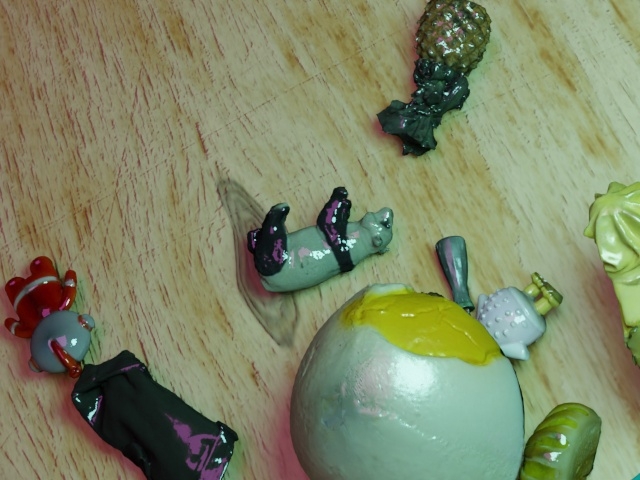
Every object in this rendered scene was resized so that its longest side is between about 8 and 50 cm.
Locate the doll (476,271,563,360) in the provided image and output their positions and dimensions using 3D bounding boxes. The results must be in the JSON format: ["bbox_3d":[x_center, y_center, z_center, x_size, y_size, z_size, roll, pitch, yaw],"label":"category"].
[{"bbox_3d":[0.226,0.125,1.613,0.207,0.081,0.129,-40,42,6],"label":"doll"}]

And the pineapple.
[{"bbox_3d":[0.167,-0.235,1.793,0.111,0.119,0.237,24,80,-14],"label":"pineapple"}]

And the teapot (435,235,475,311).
[{"bbox_3d":[0.188,0.051,1.688,0.042,0.043,0.111,-16,66,17],"label":"teapot"}]

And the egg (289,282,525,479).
[{"bbox_3d":[0.073,0.214,1.528,0.337,0.201,0.337,-6,81,40],"label":"egg"}]

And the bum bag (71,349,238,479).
[{"bbox_3d":[-0.233,0.268,1.764,0.326,0.079,0.142,37,93,29],"label":"bum bag"}]

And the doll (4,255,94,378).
[{"bbox_3d":[-0.419,0.128,1.912,0.142,0.076,0.245,-41,54,4],"label":"doll"}]

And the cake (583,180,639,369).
[{"bbox_3d":[0.448,0.040,1.403,0.227,0.286,0.222,-18,46,20],"label":"cake"}]

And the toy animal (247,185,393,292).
[{"bbox_3d":[0.000,0.000,1.766,0.225,0.094,0.121,-18,71,6],"label":"toy animal"}]

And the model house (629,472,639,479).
[{"bbox_3d":[0.375,0.346,1.433,0.127,0.100,0.149,9,70,27],"label":"model house"}]

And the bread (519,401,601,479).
[{"bbox_3d":[0.290,0.273,1.512,0.083,0.094,0.157,12,81,24],"label":"bread"}]
